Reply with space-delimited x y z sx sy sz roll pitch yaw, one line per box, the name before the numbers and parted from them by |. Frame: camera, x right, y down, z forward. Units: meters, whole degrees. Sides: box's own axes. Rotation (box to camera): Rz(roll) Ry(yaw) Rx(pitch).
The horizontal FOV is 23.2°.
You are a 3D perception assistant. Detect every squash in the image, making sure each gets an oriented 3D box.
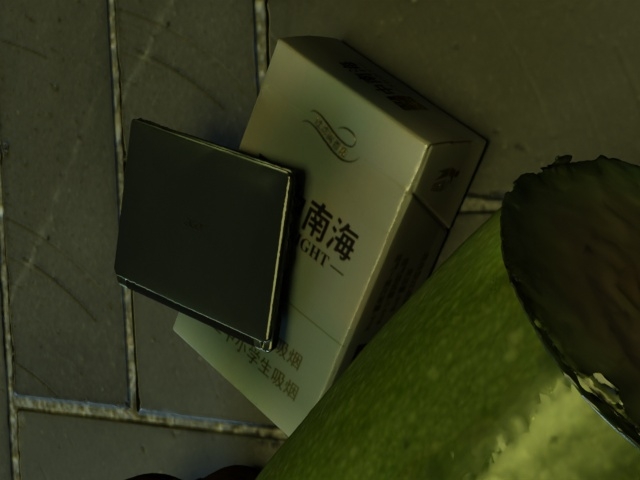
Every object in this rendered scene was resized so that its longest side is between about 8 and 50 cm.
squash | 0.103 0.164 0.864 0.263 0.263 0.384 53 125 25

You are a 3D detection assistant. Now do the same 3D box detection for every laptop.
laptop | -0.084 -0.007 1.098 0.180 0.016 0.129 21 107 43

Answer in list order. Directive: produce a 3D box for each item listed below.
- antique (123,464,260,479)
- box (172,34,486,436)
antique | -0.083 0.264 1.116 0.121 0.143 0.257 -59 47 31
box | 0.000 0.000 1.075 0.155 0.067 0.243 39 119 31
